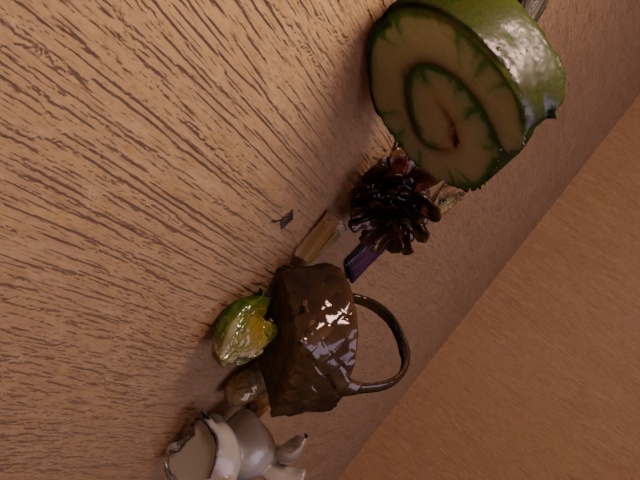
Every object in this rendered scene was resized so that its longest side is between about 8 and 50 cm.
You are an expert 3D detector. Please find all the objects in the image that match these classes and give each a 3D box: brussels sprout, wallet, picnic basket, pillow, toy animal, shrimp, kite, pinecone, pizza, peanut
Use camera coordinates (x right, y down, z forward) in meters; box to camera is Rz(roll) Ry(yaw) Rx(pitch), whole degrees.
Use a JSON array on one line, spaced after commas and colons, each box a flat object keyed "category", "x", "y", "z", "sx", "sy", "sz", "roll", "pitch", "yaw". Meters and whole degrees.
[{"category": "brussels sprout", "x": -0.160, "y": 0.177, "z": 1.631, "sx": 0.181, "sy": 0.100, "sz": 0.139, "roll": -36, "pitch": 143, "yaw": -33}, {"category": "wallet", "x": 0.126, "y": 0.028, "z": 2.054, "sx": 0.166, "sy": 0.030, "sz": 0.111, "roll": -45, "pitch": 158, "yaw": -17}, {"category": "picnic basket", "x": 0.043, "y": 0.216, "z": 1.766, "sx": 0.337, "sy": 0.293, "sz": 0.337, "roll": -10, "pitch": 136, "yaw": -9}, {"category": "pillow", "x": 0.472, "y": -0.515, "z": 1.852, "sx": 0.255, "sy": 0.059, "sz": 0.169, "roll": -64, "pitch": 163, "yaw": 11}, {"category": "toy animal", "x": -0.197, "y": 0.492, "z": 1.872, "sx": 0.310, "sy": 0.247, "sz": 0.183, "roll": 18, "pitch": 92, "yaw": -54}, {"category": "shrimp", "x": 0.363, "y": -0.128, "z": 2.292, "sx": 0.178, "sy": 0.034, "sz": 0.124, "roll": -31, "pitch": 145, "yaw": -33}, {"category": "kite", "x": -0.076, "y": -0.036, "z": 1.584, "sx": 0.078, "sy": 0.002, "sz": 0.044, "roll": -32, "pitch": 151, "yaw": -43}, {"category": "pinecone", "x": 0.164, "y": -0.072, "z": 1.749, "sx": 0.201, "sy": 0.202, "sz": 0.229, "roll": -75, "pitch": -169, "yaw": -61}, {"category": "pizza", "x": -0.142, "y": 0.384, "z": 2.045, "sx": 0.182, "sy": 0.062, "sz": 0.161, "roll": -52, "pitch": 166, "yaw": 13}, {"category": "peanut", "x": -0.158, "y": 0.327, "z": 1.895, "sx": 0.174, "sy": 0.080, "sz": 0.080, "roll": -35, "pitch": 153, "yaw": -45}]

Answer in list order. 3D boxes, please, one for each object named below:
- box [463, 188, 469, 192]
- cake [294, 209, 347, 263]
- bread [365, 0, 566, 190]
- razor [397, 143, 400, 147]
[{"category": "box", "x": 0.340, "y": -0.264, "z": 1.819, "sx": 0.273, "sy": 0.143, "sz": 0.184, "roll": -63, "pitch": 172, "yaw": 23}, {"category": "cake", "x": 0.000, "y": 0.000, "z": 1.728, "sx": 0.121, "sy": 0.052, "sz": 0.065, "roll": -50, "pitch": 163, "yaw": -2}, {"category": "bread", "x": 0.245, "y": -0.259, "z": 1.370, "sx": 0.129, "sy": 0.382, "sz": 0.366, "roll": -38, "pitch": 129, "yaw": -24}, {"category": "razor", "x": 0.195, "y": -0.201, "z": 1.844, "sx": 0.028, "sy": 0.044, "sz": 0.154, "roll": -26, "pitch": 167, "yaw": 15}]
